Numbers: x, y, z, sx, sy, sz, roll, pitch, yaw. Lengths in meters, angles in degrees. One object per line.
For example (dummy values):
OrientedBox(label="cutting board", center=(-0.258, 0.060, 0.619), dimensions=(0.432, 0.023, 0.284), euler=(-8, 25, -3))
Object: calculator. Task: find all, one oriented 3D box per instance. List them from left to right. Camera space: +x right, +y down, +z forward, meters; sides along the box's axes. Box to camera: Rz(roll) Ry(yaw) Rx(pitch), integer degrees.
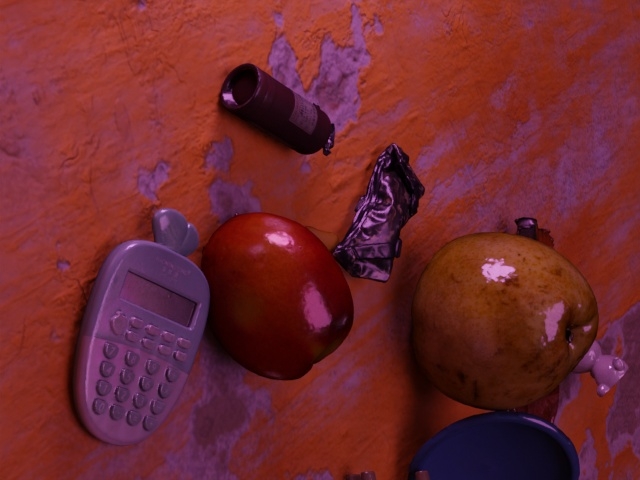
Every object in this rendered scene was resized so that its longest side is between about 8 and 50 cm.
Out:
OrientedBox(label="calculator", center=(-0.217, 0.105, 1.417), dimensions=(0.184, 0.042, 0.295), euler=(32, 69, -48))

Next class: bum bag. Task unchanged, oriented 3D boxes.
OrientedBox(label="bum bag", center=(0.098, -0.037, 1.790), dimensions=(0.102, 0.069, 0.248), euler=(54, 53, -39))

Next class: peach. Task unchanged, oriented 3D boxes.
OrientedBox(label="peach", center=(-0.067, 0.070, 1.538), dimensions=(0.190, 0.226, 0.196), euler=(-39, 167, -8))

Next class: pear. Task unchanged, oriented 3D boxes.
OrientedBox(label="pear", center=(0.302, 0.123, 1.880), dimensions=(0.304, 0.304, 0.304), euler=(-1, 92, -52))

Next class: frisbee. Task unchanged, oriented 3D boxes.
OrientedBox(label="frisbee", center=(0.284, 0.386, 1.912), dimensions=(0.049, 0.289, 0.289), euler=(-96, 163, -59))

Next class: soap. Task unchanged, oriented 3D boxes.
OrientedBox(label="soap", center=(0.000, 0.000, 1.711), dimensions=(0.089, 0.012, 0.034), euler=(17, 78, -51))

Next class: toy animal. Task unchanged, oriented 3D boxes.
OrientedBox(label="toy animal", center=(0.542, 0.214, 2.337), dimensions=(0.131, 0.181, 0.127), euler=(-34, 158, -43))

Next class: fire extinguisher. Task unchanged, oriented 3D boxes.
OrientedBox(label="fire extinguisher", center=(-0.043, -0.181, 1.615), dimensions=(0.231, 0.071, 0.099), euler=(25, 43, -50))

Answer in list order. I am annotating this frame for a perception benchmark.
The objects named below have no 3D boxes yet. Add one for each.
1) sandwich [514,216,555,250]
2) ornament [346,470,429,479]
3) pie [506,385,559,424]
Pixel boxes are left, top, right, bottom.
OrientedBox(label="sandwich", center=(0.393, 0.061, 2.172), dimensions=(0.159, 0.079, 0.235), euler=(-59, 137, -47))
OrientedBox(label="ornament", center=(0.142, 0.483, 1.806), dimensions=(0.230, 0.061, 0.245), euler=(9, 68, -47))
OrientedBox(label="pie", center=(0.395, 0.299, 2.192), dimensions=(0.182, 0.049, 0.182), euler=(2, 88, -47))
